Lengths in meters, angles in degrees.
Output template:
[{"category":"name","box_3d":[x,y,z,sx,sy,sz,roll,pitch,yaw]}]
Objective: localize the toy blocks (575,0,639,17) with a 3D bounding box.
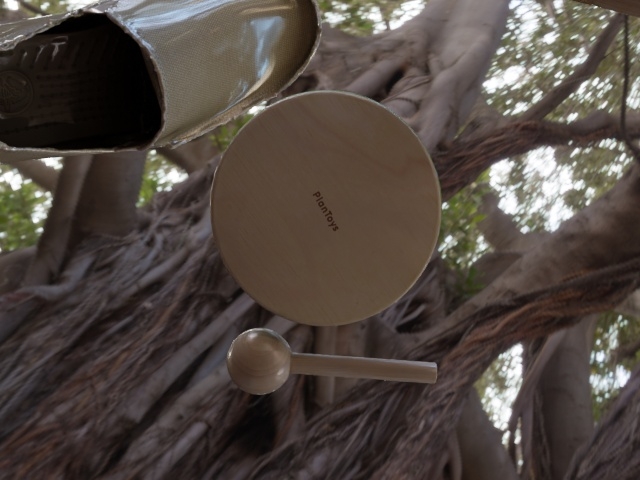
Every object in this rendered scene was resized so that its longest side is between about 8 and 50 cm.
[{"category":"toy blocks","box_3d":[0.249,-0.299,0.731,0.260,0.381,0.191,24,-39,27]}]

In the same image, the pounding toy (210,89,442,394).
[{"category":"pounding toy","box_3d":[0.000,0.000,0.767,0.182,0.110,0.237,-2,-87,-8]}]

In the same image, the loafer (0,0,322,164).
[{"category":"loafer","box_3d":[-0.100,-0.095,0.530,0.092,0.268,0.102,26,-48,50]}]
